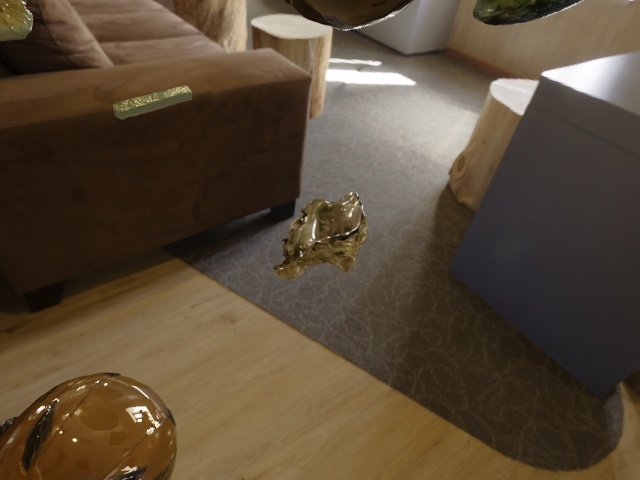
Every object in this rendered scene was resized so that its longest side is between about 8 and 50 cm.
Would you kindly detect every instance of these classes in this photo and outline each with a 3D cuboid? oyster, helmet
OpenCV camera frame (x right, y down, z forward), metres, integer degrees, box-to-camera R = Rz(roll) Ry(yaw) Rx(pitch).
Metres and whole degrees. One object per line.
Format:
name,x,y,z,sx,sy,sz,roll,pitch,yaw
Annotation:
oyster,0.000,0.000,0.686,0.191,0.081,0.163,-28,40,-15
helmet,-0.252,0.232,0.467,0.198,0.224,0.130,33,87,1

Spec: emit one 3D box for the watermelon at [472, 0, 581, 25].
watermelon,0.308,-0.410,0.448,0.320,0.289,0.213,-34,87,10

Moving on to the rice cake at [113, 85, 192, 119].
rice cake,-0.383,-0.317,0.940,0.180,0.042,0.030,-28,83,-28

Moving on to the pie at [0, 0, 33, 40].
pie,-0.247,-0.176,0.285,0.084,0.020,0.084,37,32,-28

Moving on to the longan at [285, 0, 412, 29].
longan,0.033,-0.543,0.546,0.436,0.404,0.404,47,50,1
